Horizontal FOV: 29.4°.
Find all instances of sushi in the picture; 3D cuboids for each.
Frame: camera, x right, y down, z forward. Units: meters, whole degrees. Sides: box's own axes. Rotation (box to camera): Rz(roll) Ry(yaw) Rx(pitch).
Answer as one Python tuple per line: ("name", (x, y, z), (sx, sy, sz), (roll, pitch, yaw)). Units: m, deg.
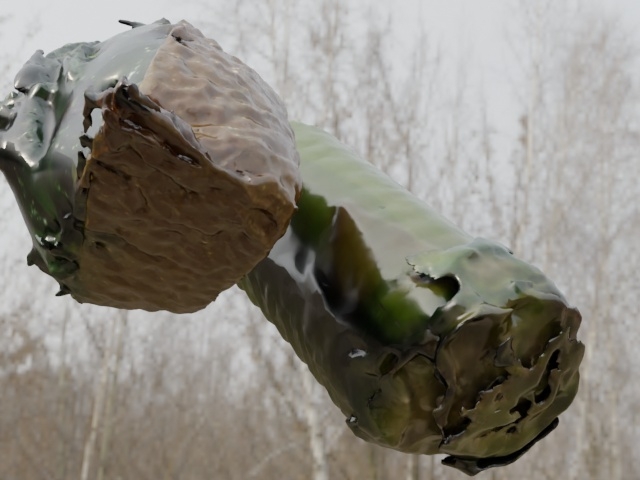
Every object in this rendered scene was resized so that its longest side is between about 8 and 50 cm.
("sushi", (-0.093, -0.033, 0.586), (0.140, 0.149, 0.287), (36, 12, -12))

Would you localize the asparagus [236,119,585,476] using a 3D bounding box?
("asparagus", (0.000, 0.000, 0.722), (0.108, 0.128, 0.382), (-15, 31, -23))
